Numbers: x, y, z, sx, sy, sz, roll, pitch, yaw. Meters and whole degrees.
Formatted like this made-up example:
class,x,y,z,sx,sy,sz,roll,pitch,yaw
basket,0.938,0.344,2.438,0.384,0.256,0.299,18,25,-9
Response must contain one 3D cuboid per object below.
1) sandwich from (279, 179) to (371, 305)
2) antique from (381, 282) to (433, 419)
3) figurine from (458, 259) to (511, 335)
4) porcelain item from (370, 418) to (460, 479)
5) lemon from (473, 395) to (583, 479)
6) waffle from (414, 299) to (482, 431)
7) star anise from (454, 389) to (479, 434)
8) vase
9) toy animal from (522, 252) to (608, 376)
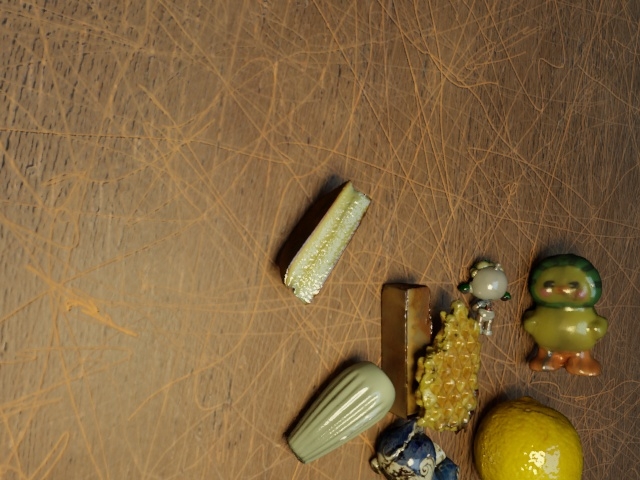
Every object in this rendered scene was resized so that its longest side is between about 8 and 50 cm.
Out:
class,x,y,z,sx,sy,sz,roll,pitch,yaw
sandwich,0.000,0.000,1.061,0.094,0.096,0.258,40,74,-23
antique,0.204,0.251,1.221,0.094,0.087,0.309,-6,97,-35
figurine,0.428,0.146,1.359,0.147,0.093,0.196,11,97,-11
porcelain item,0.245,0.552,1.250,0.186,0.138,0.287,-38,115,-29
lemon,0.540,0.555,1.362,0.293,0.293,0.292,-4,96,-33
waffle,0.305,0.301,1.221,0.282,0.058,0.300,41,61,-43
star anise,0.358,0.417,1.355,0.168,0.057,0.167,-1,92,-40
vase,0.040,0.370,1.109,0.248,0.128,0.128,-37,113,-16
toy animal,0.693,0.203,1.481,0.191,0.216,0.337,-6,95,-60
